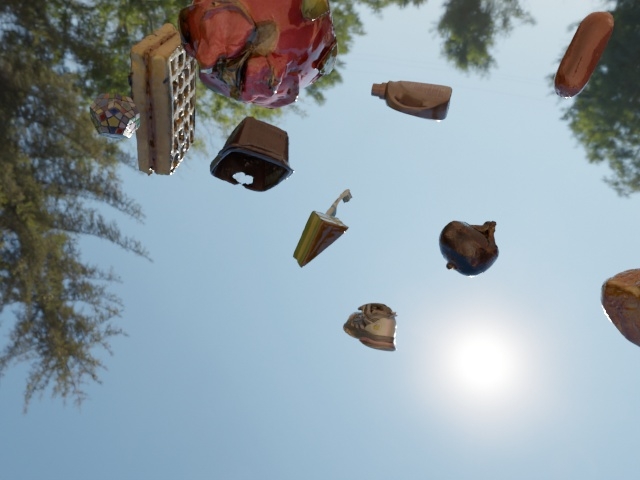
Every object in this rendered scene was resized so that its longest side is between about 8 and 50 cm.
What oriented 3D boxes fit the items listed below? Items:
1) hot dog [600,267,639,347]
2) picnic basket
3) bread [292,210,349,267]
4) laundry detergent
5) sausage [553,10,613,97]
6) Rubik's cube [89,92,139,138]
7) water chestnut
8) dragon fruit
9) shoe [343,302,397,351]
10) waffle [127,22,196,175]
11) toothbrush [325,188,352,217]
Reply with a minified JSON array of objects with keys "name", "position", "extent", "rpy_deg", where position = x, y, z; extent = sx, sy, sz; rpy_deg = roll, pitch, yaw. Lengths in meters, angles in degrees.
[{"name":"hot dog","position":[0.928,0.207,1.257],"extent":[0.185,0.222,0.405],"rpy_deg":[-20,-168,-17]},{"name":"picnic basket","position":[-0.202,-0.262,1.517],"extent":[0.223,0.297,0.129],"rpy_deg":[19,-107,-22]},{"name":"bread","position":[-0.002,0.005,1.269],"extent":[0.084,0.139,0.074],"rpy_deg":[15,-163,-33]},{"name":"laundry detergent","position":[0.260,-0.414,1.460],"extent":[0.237,0.076,0.171],"rpy_deg":[12,-141,11]},{"name":"sausage","position":[0.579,-0.409,1.095],"extent":[0.077,0.194,0.077],"rpy_deg":[21,-169,-4]},{"name":"Rubik's cube","position":[-0.469,-0.283,1.135],"extent":[0.093,0.111,0.111],"rpy_deg":[-28,-134,-31]},{"name":"water chestnut","position":[0.557,0.012,1.852],"extent":[0.224,0.238,0.223],"rpy_deg":[30,-165,-9]},{"name":"dragon fruit","position":[-0.113,-0.388,0.915],"extent":[0.306,0.305,0.225],"rpy_deg":[5,-159,2]},{"name":"shoe","position":[0.116,0.183,1.132],"extent":[0.089,0.092,0.180],"rpy_deg":[12,-175,-22]},{"name":"waffle","position":[-0.444,-0.403,1.434],"extent":[0.114,0.376,0.260],"rpy_deg":[11,-140,-2]},{"name":"toothbrush","position":[0.027,-0.078,1.511],"extent":[0.040,0.040,0.386],"rpy_deg":[15,-149,15]}]
